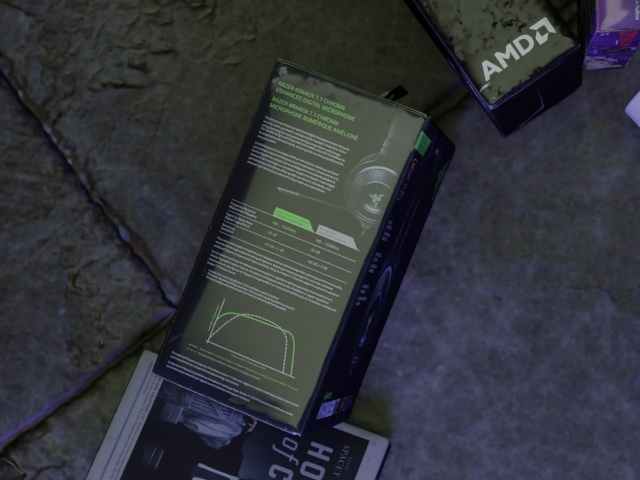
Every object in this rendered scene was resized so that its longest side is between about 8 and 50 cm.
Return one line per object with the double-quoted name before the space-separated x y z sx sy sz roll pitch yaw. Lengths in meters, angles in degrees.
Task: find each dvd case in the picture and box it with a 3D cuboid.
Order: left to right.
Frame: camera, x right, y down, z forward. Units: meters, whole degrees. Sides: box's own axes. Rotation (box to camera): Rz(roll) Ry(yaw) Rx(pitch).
"dvd case" -0.080 0.215 1.407 0.238 0.029 0.179 19 69 11

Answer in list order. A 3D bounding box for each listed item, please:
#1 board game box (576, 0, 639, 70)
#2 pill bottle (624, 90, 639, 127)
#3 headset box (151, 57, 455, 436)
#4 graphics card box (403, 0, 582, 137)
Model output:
"board game box" 0.233 -0.325 1.318 0.056 0.208 0.347 -2 88 9
"pill bottle" 0.373 -0.046 1.314 0.146 0.146 0.264 -44 82 5
"headset box" 0.000 0.000 1.325 0.131 0.246 0.283 22 90 10
"graphics card box" 0.077 -0.265 1.329 0.094 0.233 0.371 -34 82 6
